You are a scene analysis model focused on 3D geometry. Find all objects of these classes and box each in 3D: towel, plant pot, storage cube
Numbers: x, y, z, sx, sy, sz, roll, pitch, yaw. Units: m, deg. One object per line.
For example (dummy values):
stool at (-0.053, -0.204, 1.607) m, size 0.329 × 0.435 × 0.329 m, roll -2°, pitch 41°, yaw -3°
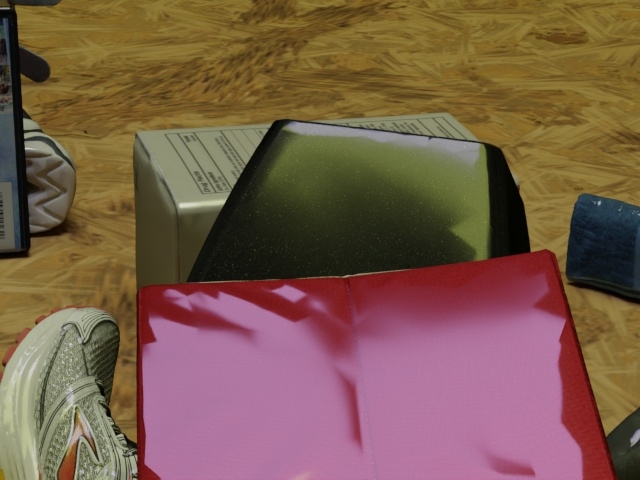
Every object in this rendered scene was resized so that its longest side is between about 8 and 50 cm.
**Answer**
towel at (0.229, 0.010, 1.376) m, size 0.119 × 0.067 × 0.029 m, roll 19°, pitch 26°, yaw 36°
plant pot at (0.031, 0.034, 1.068) m, size 0.187 × 0.167 × 0.188 m, roll 7°, pitch -12°, yaw 14°
storage cube at (0.022, 0.141, 0.797) m, size 0.183 × 0.215 × 0.193 m, roll -6°, pitch 39°, yaw -1°

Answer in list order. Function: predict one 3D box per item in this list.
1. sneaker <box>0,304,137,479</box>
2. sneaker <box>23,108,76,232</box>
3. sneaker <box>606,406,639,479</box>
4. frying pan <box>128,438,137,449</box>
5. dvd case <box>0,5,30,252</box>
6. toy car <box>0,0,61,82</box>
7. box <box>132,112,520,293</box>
sneaker at (-0.113, 0.127, 0.962) m, size 0.092 × 0.088 × 0.225 m, roll -8°, pitch 49°, yaw 8°
sneaker at (-0.309, -0.074, 1.504) m, size 0.235 × 0.094 × 0.153 m, roll 3°, pitch 17°, yaw -11°
sneaker at (0.228, 0.111, 1.105) m, size 0.130 × 0.109 × 0.286 m, roll 13°, pitch 14°, yaw 41°
frying pan at (-0.045, 0.163, 0.998) m, size 0.326 × 0.053 × 0.197 m, roll 5°, pitch 22°, yaw 13°
dvd case at (-0.340, -0.074, 1.400) m, size 0.253 × 0.180 × 0.022 m, roll -4°, pitch 5°, yaw -13°
toy car at (-0.331, -0.222, 1.821) m, size 0.188 × 0.155 × 0.149 m, roll 15°, pitch 24°, yaw 8°
box at (0.000, 0.000, 1.306) m, size 0.232 × 0.127 × 0.148 m, roll -5°, pitch 23°, yaw -15°
